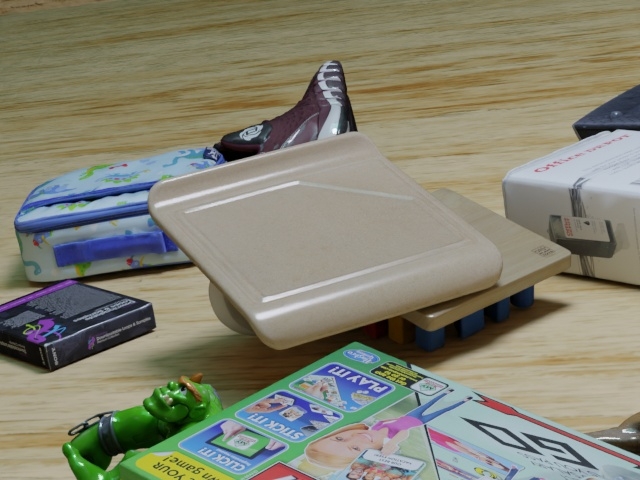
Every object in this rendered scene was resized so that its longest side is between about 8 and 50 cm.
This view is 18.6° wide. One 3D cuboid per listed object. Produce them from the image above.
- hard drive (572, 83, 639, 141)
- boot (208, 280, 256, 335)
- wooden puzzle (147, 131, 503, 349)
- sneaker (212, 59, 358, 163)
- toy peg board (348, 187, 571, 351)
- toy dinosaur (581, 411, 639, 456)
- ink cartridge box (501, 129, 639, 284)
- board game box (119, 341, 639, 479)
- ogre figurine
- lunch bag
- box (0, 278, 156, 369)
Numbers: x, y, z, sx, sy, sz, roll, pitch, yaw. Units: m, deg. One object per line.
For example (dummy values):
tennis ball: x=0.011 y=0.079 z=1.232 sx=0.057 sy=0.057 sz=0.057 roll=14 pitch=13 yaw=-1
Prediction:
hard drive: x=0.399 y=-0.138 z=2.079 sx=0.172 sy=0.054 sz=0.254 roll=3 pitch=20 yaw=38
boot: x=-0.037 y=0.028 z=1.754 sx=0.123 sy=0.095 sz=0.258 roll=-7 pitch=7 yaw=42
wooden puzzle: x=0.000 y=0.000 z=1.612 sx=0.221 sy=0.044 sz=0.239 roll=-16 pitch=36 yaw=-22
sneaker: x=-0.043 y=-0.128 z=2.248 sx=0.162 sy=0.106 sz=0.281 roll=-12 pitch=16 yaw=5
toy peg board: x=0.099 y=0.040 z=1.651 sx=0.161 sy=0.079 sz=0.160 roll=-23 pitch=35 yaw=-32
toy dinosaur: x=0.206 y=0.134 z=1.281 sx=0.211 sy=0.064 sz=0.112 roll=-3 pitch=-3 yaw=-5
ink cartridge box: x=0.289 y=-0.030 z=1.705 sx=0.158 sy=0.092 sz=0.218 roll=-22 pitch=21 yaw=-34
board game box: x=0.063 y=0.162 z=1.166 sx=0.317 sy=0.046 sz=0.213 roll=20 pitch=32 yaw=40
ogre figurine: x=-0.108 y=0.153 z=1.339 sx=0.118 sy=0.097 sz=0.197 roll=-31 pitch=3 yaw=-6
lunch bag: x=-0.199 y=-0.025 z=2.018 sx=0.219 sy=0.090 sz=0.176 roll=-9 pitch=19 yaw=10
box: x=-0.241 y=0.076 z=1.798 sx=0.116 sy=0.029 sz=0.162 roll=-22 pitch=18 yaw=-32
